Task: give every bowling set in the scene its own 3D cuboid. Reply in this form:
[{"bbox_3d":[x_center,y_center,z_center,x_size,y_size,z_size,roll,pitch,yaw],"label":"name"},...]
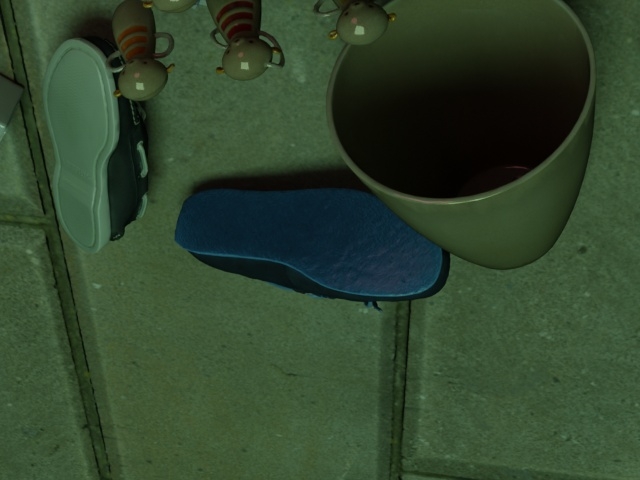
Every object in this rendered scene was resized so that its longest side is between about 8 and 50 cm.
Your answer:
[{"bbox_3d":[-0.096,-0.249,1.292,0.287,0.154,0.200,-21,139,8],"label":"bowling set"}]

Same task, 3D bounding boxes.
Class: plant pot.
[{"bbox_3d":[0.168,-0.085,1.427,0.257,0.256,0.274,-4,152,17],"label":"plant pot"}]

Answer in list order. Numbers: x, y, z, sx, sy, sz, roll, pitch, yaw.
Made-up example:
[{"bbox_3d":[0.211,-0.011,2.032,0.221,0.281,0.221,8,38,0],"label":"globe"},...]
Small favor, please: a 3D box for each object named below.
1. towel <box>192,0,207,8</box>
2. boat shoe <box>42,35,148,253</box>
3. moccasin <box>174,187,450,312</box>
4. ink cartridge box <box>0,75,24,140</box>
[{"bbox_3d":[-0.165,-0.361,1.343,0.209,0.034,0.285,18,135,-3],"label":"towel"},{"bbox_3d":[-0.243,-0.118,1.579,0.114,0.091,0.302,39,143,19],"label":"boat shoe"},{"bbox_3d":[0.000,0.000,1.622,0.342,0.137,0.117,15,167,28],"label":"moccasin"},{"bbox_3d":[-0.444,-0.156,1.592,0.175,0.072,0.127,29,134,-17],"label":"ink cartridge box"}]
